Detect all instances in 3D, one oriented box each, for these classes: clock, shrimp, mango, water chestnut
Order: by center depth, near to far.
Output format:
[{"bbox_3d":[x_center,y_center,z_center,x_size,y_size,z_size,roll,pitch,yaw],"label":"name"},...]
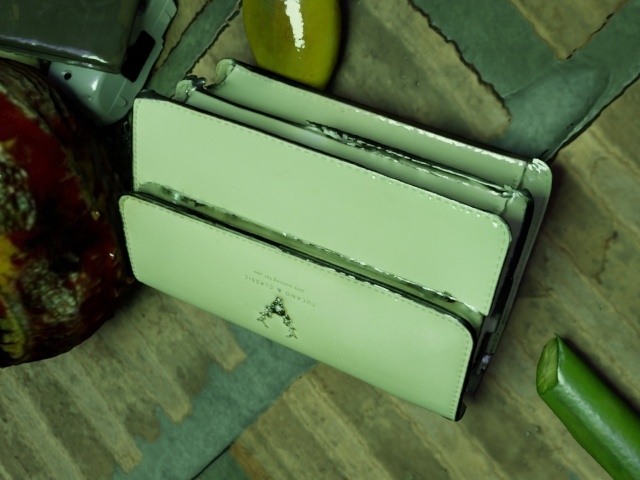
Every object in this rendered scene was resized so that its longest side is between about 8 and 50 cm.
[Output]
[{"bbox_3d":[-0.029,-0.206,0.791,0.103,0.076,0.161,6,106,26],"label":"mango"},{"bbox_3d":[-0.364,-0.011,0.810,0.350,0.302,0.350,30,144,25],"label":"water chestnut"},{"bbox_3d":[-0.250,-0.215,0.872,0.117,0.080,0.176,25,87,19],"label":"clock"},{"bbox_3d":[-0.254,-0.135,0.921,0.161,0.034,0.091,37,93,12],"label":"shrimp"}]

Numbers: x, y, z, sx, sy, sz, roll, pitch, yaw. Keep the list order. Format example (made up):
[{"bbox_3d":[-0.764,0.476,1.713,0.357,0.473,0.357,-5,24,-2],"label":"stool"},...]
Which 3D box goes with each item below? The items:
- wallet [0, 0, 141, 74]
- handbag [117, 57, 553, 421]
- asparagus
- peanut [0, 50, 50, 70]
[{"bbox_3d":[-0.243,-0.332,0.822,0.165,0.042,0.309,14,81,2],"label":"wallet"},{"bbox_3d":[0.000,0.000,0.738,0.359,0.160,0.236,22,126,19],"label":"handbag"},{"bbox_3d":[0.288,0.202,0.696,0.277,0.060,0.067,45,120,15],"label":"asparagus"},{"bbox_3d":[-0.426,-0.251,0.922,0.290,0.130,0.130,19,101,25],"label":"peanut"}]
